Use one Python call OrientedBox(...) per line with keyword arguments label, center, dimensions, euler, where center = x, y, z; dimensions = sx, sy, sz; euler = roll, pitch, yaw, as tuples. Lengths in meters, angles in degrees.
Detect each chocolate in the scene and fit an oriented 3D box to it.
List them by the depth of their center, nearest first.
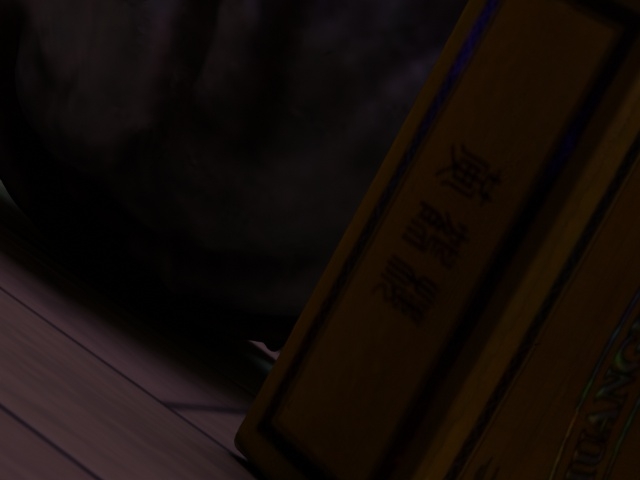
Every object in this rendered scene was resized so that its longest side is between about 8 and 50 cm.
OrientedBox(label="chocolate", center=(-0.029, -0.082, 0.793), dimensions=(0.303, 0.303, 0.213), euler=(34, 25, 31))

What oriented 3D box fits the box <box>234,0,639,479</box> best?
OrientedBox(label="box", center=(0.135, 0.037, 0.681), dimensions=(0.301, 0.193, 0.084), euler=(20, 10, -44))
